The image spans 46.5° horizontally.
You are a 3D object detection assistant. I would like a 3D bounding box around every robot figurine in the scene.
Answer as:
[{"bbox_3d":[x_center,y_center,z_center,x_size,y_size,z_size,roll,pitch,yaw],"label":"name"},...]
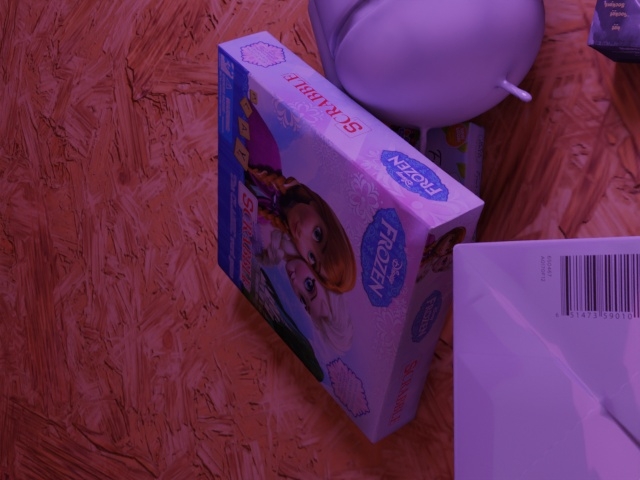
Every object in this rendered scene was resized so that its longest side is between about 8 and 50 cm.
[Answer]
[{"bbox_3d":[0.089,-0.258,0.718,0.300,0.200,0.353,-37,64,51],"label":"robot figurine"}]

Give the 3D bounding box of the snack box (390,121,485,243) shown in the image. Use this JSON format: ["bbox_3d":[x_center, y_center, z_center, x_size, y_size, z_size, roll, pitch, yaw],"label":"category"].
[{"bbox_3d":[0.118,-0.052,0.790,0.100,0.037,0.141,5,91,39],"label":"snack box"}]

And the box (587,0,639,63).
[{"bbox_3d":[0.382,-0.248,0.550,0.307,0.076,0.242,16,98,40],"label":"box"}]

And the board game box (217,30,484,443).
[{"bbox_3d":[0.000,0.000,0.776,0.318,0.066,0.318,44,144,33],"label":"board game box"}]

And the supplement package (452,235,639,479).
[{"bbox_3d":[0.244,0.100,0.527,0.199,0.263,0.198,-3,86,40],"label":"supplement package"}]
